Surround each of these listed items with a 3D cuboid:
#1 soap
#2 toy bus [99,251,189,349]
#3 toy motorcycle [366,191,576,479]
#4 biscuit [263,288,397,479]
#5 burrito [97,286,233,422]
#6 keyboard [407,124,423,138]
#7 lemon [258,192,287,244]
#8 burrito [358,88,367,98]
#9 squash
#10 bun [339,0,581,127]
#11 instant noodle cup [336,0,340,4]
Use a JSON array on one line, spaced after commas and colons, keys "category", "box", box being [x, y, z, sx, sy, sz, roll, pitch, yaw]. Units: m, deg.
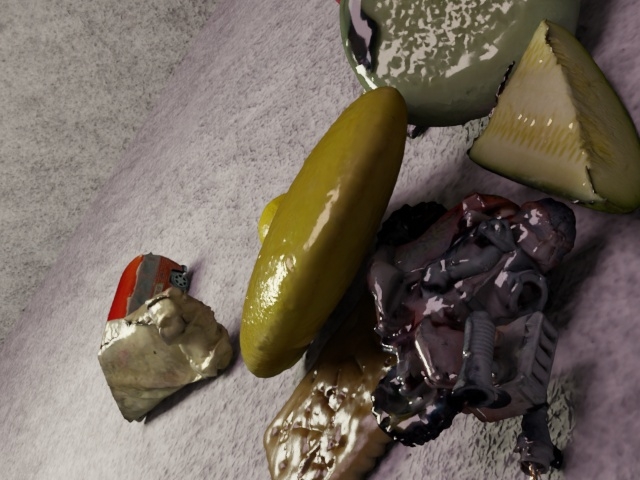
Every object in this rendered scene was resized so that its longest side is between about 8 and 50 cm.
[{"category": "soap", "box": [-0.003, -0.001, 1.015, 0.306, 0.115, 0.427, -59, -2, -25]}, {"category": "toy bus", "box": [-0.337, 0.139, 1.683, 0.121, 0.119, 0.265, -39, 31, 37]}, {"category": "toy motorcycle", "box": [0.136, 0.086, 0.757, 0.207, 0.134, 0.401, -24, 36, 27]}, {"category": "biscuit", "box": [0.041, 0.162, 0.991, 0.325, 0.044, 0.217, -55, 25, 11]}, {"category": "burrito", "box": [-0.275, 0.183, 1.452, 0.347, 0.175, 0.107, -36, 3, 45]}, {"category": "keyboard", "box": [0.176, -0.294, 1.212, 0.106, 0.027, 0.317, 35, 96, 25]}, {"category": "lemon", "box": [-0.036, -0.016, 1.271, 0.109, 0.109, 0.133, -58, 31, 4]}, {"category": "burrito", "box": [0.134, -0.253, 1.283, 0.229, 0.063, 0.058, -41, -11, 22]}, {"category": "squash", "box": [0.255, -0.111, 0.809, 0.170, 0.093, 0.252, -64, 20, 6]}, {"category": "bun", "box": [0.173, -0.274, 1.045, 0.293, 0.293, 0.187, -51, -19, 19]}, {"category": "instant noodle cup", "box": [0.113, -0.469, 1.392, 0.244, 0.243, 0.255, -65, 17, -11]}]
